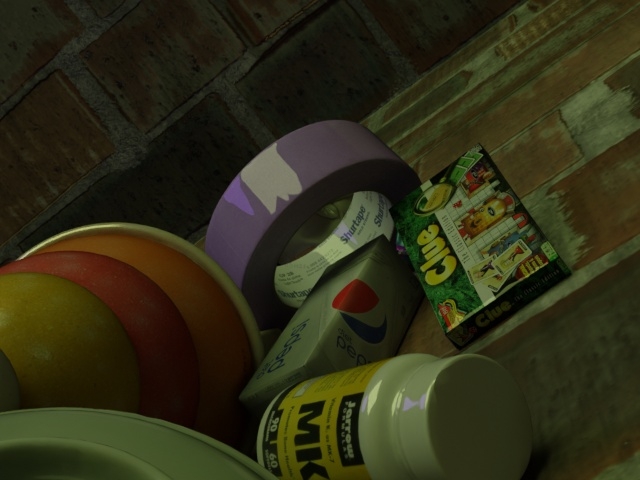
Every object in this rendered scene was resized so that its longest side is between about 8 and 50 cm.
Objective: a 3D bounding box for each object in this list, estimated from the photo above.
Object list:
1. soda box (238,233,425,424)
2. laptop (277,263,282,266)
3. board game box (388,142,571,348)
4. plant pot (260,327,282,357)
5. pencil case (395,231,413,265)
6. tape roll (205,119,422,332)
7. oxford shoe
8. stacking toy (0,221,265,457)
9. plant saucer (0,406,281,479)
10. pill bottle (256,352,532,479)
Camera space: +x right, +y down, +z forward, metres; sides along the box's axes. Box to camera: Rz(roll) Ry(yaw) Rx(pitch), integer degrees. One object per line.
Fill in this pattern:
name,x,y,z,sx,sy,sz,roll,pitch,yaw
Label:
soda box,0.022,0.108,1.126,0.098,0.091,0.286,-31,13,32
laptop,-0.209,0.104,1.427,0.264,0.234,0.136,158,116,-62
board game box,0.159,-0.003,1.096,0.136,0.030,0.259,-39,29,12
plant pot,-0.084,0.164,1.235,0.096,0.109,0.109,-29,3,-38
pencil case,0.146,0.003,1.234,0.070,0.064,0.152,-28,7,-18
tape roll,-0.004,-0.012,1.278,0.275,0.090,0.274,-27,-36,-22
oxford shoe,0.000,0.000,1.607,0.169,0.130,0.449,-39,-5,15
stacking toy,-0.258,0.127,0.927,0.351,0.350,0.480,-38,-11,2
plant saucer,-0.156,0.215,0.541,0.400,0.400,0.100,-49,-26,-47
pill bottle,0.052,0.150,0.776,0.119,0.119,0.208,-46,13,-36
